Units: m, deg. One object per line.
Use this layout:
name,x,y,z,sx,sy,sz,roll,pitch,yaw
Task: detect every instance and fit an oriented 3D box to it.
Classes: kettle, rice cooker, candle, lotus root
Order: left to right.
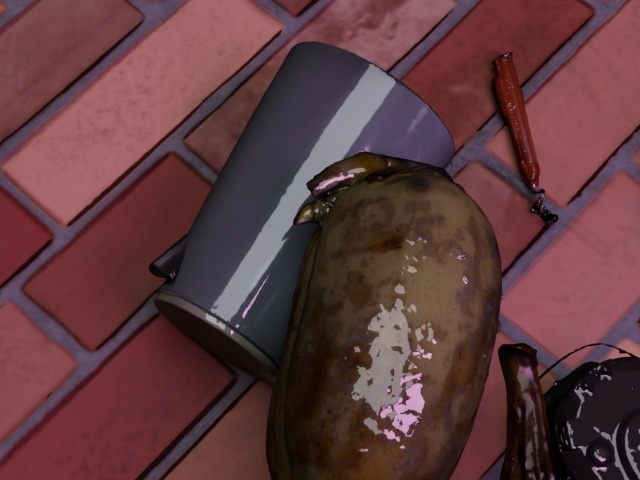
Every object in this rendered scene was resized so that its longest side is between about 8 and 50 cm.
kettle,0.000,0.000,1.117,0.210,0.160,0.243,36,76,-16
lotus root,0.036,0.090,0.965,0.173,0.173,0.309,13,69,6
candle,0.175,-0.087,1.206,0.026,0.021,0.167,-13,67,4
rice cooker,0.239,0.171,1.037,0.142,0.118,0.203,-39,76,-17

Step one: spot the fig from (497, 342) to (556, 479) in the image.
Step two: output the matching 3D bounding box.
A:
fig,0.114,0.228,0.943,0.191,0.190,0.290,-8,97,-4
